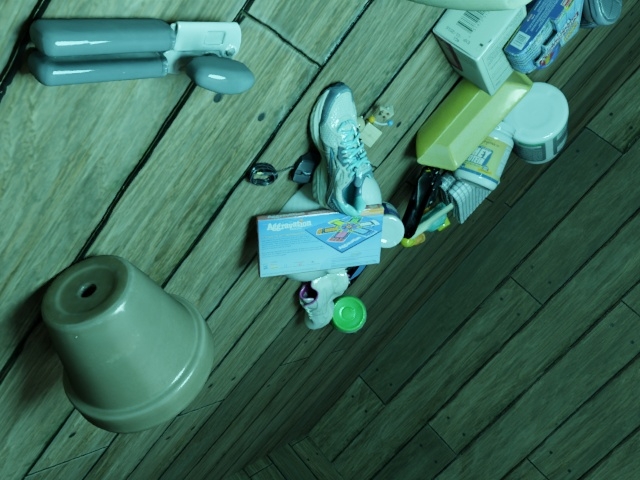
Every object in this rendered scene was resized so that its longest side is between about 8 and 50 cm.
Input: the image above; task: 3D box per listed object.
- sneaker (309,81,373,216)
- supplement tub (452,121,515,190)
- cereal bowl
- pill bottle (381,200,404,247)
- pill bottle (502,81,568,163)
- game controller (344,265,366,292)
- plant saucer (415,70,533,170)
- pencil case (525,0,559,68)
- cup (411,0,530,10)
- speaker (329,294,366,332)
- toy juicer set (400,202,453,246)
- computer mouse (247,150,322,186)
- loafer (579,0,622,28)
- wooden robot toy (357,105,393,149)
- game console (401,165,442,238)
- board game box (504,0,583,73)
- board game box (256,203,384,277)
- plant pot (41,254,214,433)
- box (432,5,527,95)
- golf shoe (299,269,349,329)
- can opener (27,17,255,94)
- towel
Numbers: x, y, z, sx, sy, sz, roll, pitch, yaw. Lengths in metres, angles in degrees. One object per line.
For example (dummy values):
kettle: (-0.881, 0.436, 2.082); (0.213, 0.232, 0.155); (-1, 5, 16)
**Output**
sneaker: (0.057, -0.173, 1.119); (0.110, 0.122, 0.283); (-29, 136, -29)
supplement tub: (0.514, -0.271, 1.758); (0.144, 0.144, 0.200); (10, 102, -65)
cereal bowl: (0.030, -0.022, 1.385); (0.339, 0.141, 0.339); (-37, 156, -19)
pill bottle: (0.176, -0.053, 1.572); (0.094, 0.094, 0.169); (-52, -166, 17)
pill bottle: (0.744, -0.388, 1.936); (0.204, 0.204, 0.361); (-49, 159, 10)
game controller: (0.147, 0.050, 1.832); (0.166, 0.067, 0.319); (-11, 141, -56)
plant saucer: (0.408, -0.349, 1.539); (0.333, 0.081, 0.332); (-49, 158, 23)
pencil case: (0.517, -0.532, 1.370); (0.119, 0.133, 0.306); (-17, 166, 20)
cup: (0.232, -0.468, 0.798); (0.331, 0.237, 0.331); (-38, 157, -19)
speaker: (0.088, 0.256, 1.939); (0.131, 0.131, 0.296); (-42, 174, -6)
toy juicer set: (0.366, -0.064, 2.017); (0.209, 0.090, 0.329); (-33, 168, 5)
computer mouse: (-0.055, -0.139, 1.147); (0.242, 0.041, 0.071); (-19, 147, -48)
loafer: (0.567, -0.610, 1.205); (0.109, 0.303, 0.095); (-19, -166, -23)
wooden robot toy: (0.081, -0.238, 1.216); (0.079, 0.076, 0.173); (30, 108, -32)
game console: (0.318, -0.130, 1.714); (0.361, 0.043, 0.213); (-27, 139, -67)
board game box: (0.493, -0.453, 1.209); (0.194, 0.060, 0.194); (-57, 156, 16)
board game box: (0.000, 0.000, 1.241); (0.281, 0.027, 0.145); (-6, 121, -14)
plant pot: (-0.335, 0.148, 0.933); (0.263, 0.263, 0.229); (-37, 138, -20)
box: (0.361, -0.444, 1.233); (0.149, 0.127, 0.232); (-52, 158, 11)
golf shoe: (-0.019, 0.177, 1.736); (0.140, 0.115, 0.306); (-12, 142, -30)
can opener: (-0.197, -0.223, 0.674); (0.280, 0.093, 0.074); (-17, 147, -43)
towel: (0.525, -0.214, 1.981); (0.235, 0.121, 0.283); (-47, 157, 0)
